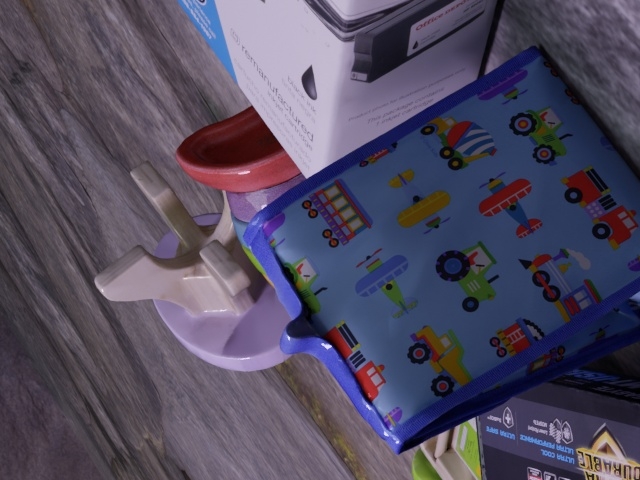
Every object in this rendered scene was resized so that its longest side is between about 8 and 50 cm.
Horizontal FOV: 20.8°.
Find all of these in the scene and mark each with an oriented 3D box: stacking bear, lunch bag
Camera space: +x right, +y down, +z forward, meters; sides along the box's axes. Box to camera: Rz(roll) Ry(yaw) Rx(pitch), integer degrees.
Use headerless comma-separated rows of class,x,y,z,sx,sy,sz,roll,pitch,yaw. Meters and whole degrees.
stacking bear,0.000,0.000,1.809,0.289,0.175,0.164,63,170,-27
lunch bag,0.099,0.018,1.346,0.221,0.293,0.138,56,159,22

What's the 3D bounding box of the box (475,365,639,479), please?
box,0.233,0.256,1.431,0.295,0.073,0.293,-173,77,-66

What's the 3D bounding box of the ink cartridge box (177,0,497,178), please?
ink cartridge box,0.006,-0.274,1.413,0.285,0.166,0.395,54,158,25

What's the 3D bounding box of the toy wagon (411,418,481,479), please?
toy wagon,0.188,0.241,1.739,0.344,0.068,0.267,52,158,28

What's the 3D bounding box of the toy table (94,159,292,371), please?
toy table,-0.134,0.021,2.065,0.274,0.252,0.161,30,159,40
